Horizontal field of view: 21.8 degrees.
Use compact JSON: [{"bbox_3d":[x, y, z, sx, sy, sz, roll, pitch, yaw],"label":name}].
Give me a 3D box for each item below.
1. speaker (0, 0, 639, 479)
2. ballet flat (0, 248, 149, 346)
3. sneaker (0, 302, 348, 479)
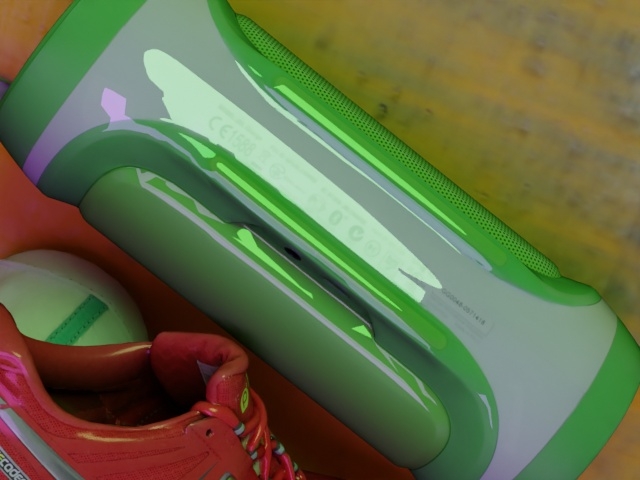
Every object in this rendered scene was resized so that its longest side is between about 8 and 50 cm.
[{"bbox_3d":[0.000,0.000,0.755,0.296,0.131,0.131,39,112,-5],"label":"speaker"},{"bbox_3d":[-0.241,0.163,0.861,0.139,0.139,0.400,41,112,-5],"label":"ballet flat"},{"bbox_3d":[-0.050,0.102,0.735,0.279,0.107,0.118,20,109,-31],"label":"sneaker"}]
